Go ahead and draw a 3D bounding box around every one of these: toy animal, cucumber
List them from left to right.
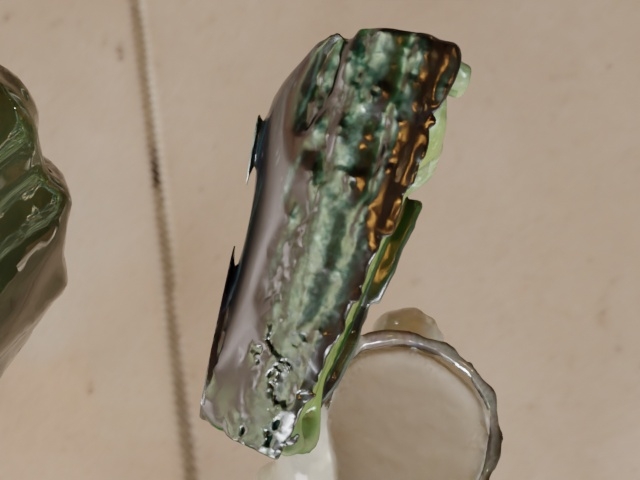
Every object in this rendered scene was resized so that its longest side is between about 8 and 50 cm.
[{"bbox_3d":[-0.001,0.190,1.209,0.208,0.154,0.325,45,61,10],"label":"toy animal"},{"bbox_3d":[0.000,0.000,0.885,0.086,0.115,0.193,17,90,3],"label":"cucumber"}]

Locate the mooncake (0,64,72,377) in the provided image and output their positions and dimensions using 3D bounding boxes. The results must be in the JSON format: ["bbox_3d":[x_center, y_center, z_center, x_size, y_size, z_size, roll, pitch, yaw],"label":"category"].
[{"bbox_3d":[-0.332,-0.032,1.270,0.356,0.356,0.194,39,52,-3],"label":"mooncake"}]
